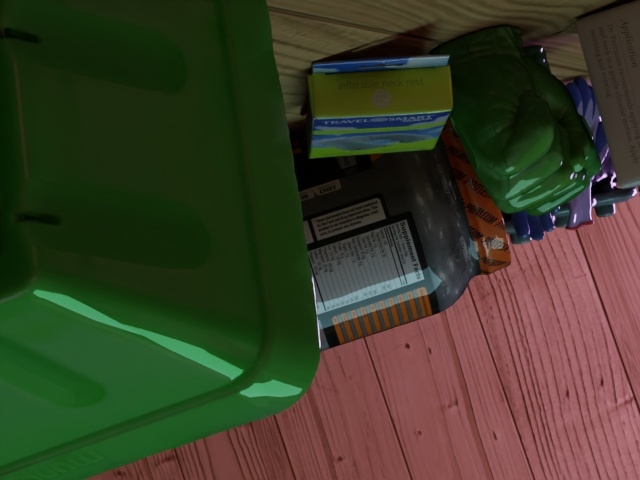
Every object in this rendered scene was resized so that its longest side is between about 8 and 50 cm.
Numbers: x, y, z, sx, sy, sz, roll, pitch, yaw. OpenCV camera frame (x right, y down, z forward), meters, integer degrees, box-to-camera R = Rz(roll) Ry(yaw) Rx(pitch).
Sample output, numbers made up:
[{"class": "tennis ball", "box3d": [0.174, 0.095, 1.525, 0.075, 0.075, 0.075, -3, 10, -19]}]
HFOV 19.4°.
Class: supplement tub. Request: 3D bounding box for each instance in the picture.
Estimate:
[{"class": "supplement tub", "box3d": [0.000, 0.000, 1.692, 0.316, 0.194, 0.193, -18, 175, -1]}]

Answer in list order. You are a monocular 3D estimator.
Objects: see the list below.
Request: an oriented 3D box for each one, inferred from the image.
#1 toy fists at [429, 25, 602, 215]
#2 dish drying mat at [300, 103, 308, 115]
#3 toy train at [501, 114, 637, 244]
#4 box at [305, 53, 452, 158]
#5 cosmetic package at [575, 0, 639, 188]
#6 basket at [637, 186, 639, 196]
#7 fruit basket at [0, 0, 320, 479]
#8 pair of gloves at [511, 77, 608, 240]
[{"class": "toy fists", "box3d": [0.175, -0.096, 1.588, 0.096, 0.142, 0.279, -20, 175, 13]}, {"class": "dish drying mat", "box3d": [0.025, -0.119, 1.564, 0.083, 0.008, 0.032, -18, 176, -10]}, {"class": "toy train", "box3d": [0.205, -0.075, 2.036, 0.190, 0.142, 0.334, -7, -175, 39]}, {"class": "box", "box3d": [0.044, -0.103, 1.466, 0.109, 0.042, 0.178, -4, 172, -2]}, {"class": "cosmetic package", "box3d": [0.338, -0.140, 1.594, 0.183, 0.151, 0.151, -15, 177, 24]}, {"class": "basket", "box3d": [0.460, -0.065, 2.059, 0.223, 0.299, 0.213, -22, 176, 9]}, {"class": "fruit basket", "box3d": [-0.149, 0.008, 1.071, 0.392, 0.283, 0.392, -8, 160, -3]}, {"class": "pair of gloves", "box3d": [0.241, -0.084, 1.898, 0.023, 0.159, 0.198, 3, -173, 39]}]
